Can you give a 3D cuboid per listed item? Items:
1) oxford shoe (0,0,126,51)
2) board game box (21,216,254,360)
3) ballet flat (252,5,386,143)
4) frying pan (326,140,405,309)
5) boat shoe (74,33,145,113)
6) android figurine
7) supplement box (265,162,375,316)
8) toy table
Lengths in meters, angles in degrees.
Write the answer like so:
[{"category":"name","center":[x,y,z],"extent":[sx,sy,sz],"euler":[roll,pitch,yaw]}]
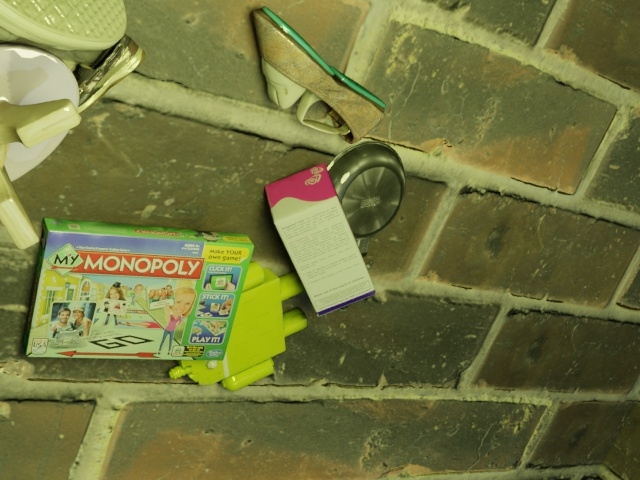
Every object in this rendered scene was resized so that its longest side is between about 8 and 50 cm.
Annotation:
[{"category":"oxford shoe","center":[-0.424,-0.308,1.073],"extent":[0.130,0.169,0.449],"euler":[-24,162,39]},{"category":"board game box","center":[-0.277,0.081,1.444],"extent":[0.317,0.046,0.213],"euler":[4,115,-27]},{"category":"ballet flat","center":[-0.015,-0.234,1.446],"extent":[0.106,0.107,0.316],"euler":[-49,134,10]},{"category":"frying pan","center":[0.051,-0.022,1.675],"extent":[0.197,0.053,0.326],"euler":[13,106,-40]},{"category":"boat shoe","center":[-0.307,-0.220,1.266],"extent":[0.152,0.056,0.049],"euler":[-42,121,-7]},{"category":"android figurine","center":[-0.145,0.153,1.628],"extent":[0.273,0.056,0.248],"euler":[-22,129,-28]},{"category":"supplement box","center":[0.000,0.000,1.569],"extent":[0.114,0.111,0.220],"euler":[-22,128,4]},{"category":"toy table","center":[-0.416,-0.124,1.135],"extent":[0.274,0.161,0.252],"euler":[-38,123,-3]}]
